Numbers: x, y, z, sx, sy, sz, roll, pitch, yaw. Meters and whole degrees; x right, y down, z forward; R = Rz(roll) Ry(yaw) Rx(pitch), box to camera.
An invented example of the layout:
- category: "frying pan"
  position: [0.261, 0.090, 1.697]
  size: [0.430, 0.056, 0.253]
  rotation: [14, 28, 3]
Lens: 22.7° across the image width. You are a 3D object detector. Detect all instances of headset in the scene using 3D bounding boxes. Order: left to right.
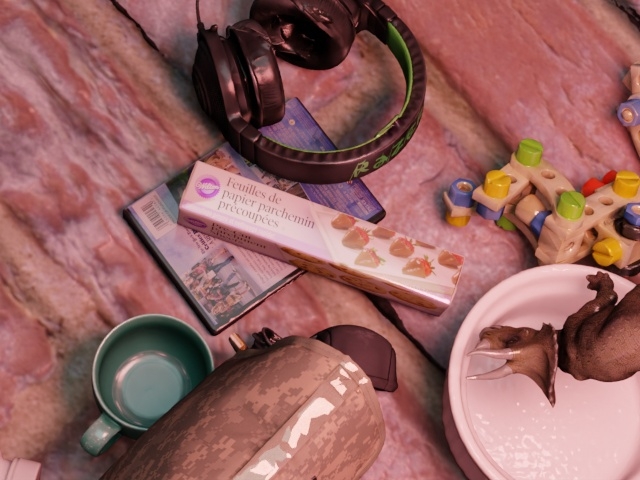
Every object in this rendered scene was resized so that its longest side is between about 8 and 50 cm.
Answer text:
- category: "headset"
  position: [-0.056, -0.238, 1.814]
  size: [0.394, 0.185, 0.243]
  rotation: [39, 67, 18]

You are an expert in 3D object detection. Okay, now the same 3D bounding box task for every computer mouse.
- category: "computer mouse"
  position: [-0.006, 0.111, 1.673]
  size: [0.184, 0.262, 0.060]
  rotation: [14, 85, 1]

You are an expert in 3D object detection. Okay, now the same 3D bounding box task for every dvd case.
- category: "dvd case"
  position: [-0.075, -0.030, 1.836]
  size: [0.253, 0.022, 0.180]
  rotation: [-35, 80, -17]

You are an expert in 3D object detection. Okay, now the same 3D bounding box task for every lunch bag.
- category: "lunch bag"
  position: [-0.073, 0.220, 1.528]
  size: [0.235, 0.287, 0.169]
  rotation: [-43, 95, -19]

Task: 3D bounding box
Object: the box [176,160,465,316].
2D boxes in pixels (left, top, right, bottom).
- category: "box"
  position: [0.000, 0.000, 1.791]
  size: [0.324, 0.067, 0.063]
  rotation: [20, 71, -2]

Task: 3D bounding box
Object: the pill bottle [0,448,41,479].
- category: "pill bottle"
  position: [-0.388, 0.251, 1.657]
  size: [0.180, 0.108, 0.108]
  rotation: [14, 71, -4]

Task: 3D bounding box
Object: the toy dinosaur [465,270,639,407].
- category: "toy dinosaur"
  position: [0.312, 0.093, 1.610]
  size: [0.121, 0.313, 0.160]
  rotation: [56, 48, -15]

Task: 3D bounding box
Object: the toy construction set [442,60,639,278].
- category: "toy construction set"
  position: [0.323, -0.067, 1.846]
  size: [0.327, 0.151, 0.215]
  rotation: [-34, 54, -24]

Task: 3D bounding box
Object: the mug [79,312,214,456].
- category: "mug"
  position: [-0.194, 0.156, 1.719]
  size: [0.157, 0.097, 0.129]
  rotation: [-15, 75, -11]

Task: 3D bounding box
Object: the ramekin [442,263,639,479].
- category: "ramekin"
  position: [0.264, 0.176, 1.754]
  size: [0.277, 0.135, 0.277]
  rotation: [2, 72, -6]
